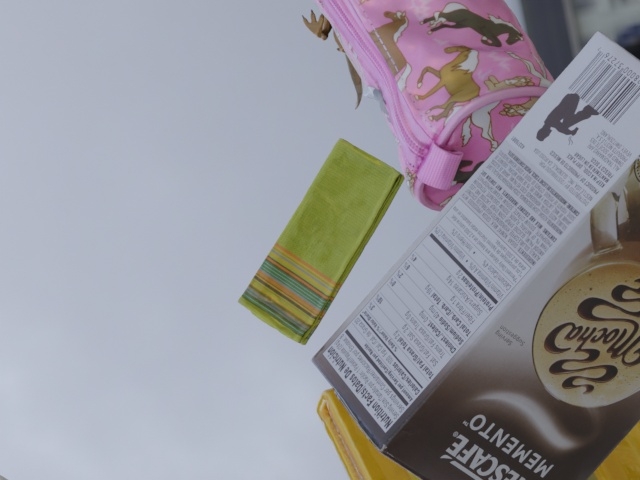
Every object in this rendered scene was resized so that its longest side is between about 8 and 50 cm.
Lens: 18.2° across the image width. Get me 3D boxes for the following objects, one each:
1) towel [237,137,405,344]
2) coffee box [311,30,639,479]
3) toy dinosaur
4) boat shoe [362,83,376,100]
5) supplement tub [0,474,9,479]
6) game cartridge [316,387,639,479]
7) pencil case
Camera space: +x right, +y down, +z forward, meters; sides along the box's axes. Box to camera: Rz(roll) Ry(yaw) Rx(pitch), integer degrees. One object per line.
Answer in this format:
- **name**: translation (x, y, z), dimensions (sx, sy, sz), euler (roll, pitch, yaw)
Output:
- **towel**: translation (0.000, 0.000, 2.373), dimensions (0.237, 0.102, 0.021), euler (-59, -21, 0)
- **coffee box**: translation (0.161, 0.036, 1.332), dimensions (0.168, 0.297, 0.119), euler (35, -172, -38)
- **toy dinosaur**: translation (0.034, -0.242, 2.320), dimensions (0.112, 0.064, 0.212), euler (-34, -58, -59)
- **boat shoe**: translation (0.128, -0.202, 2.086), dimensions (0.095, 0.084, 0.258), euler (-70, 13, -17)
- **supplement tub**: translation (-0.502, 0.429, 2.387), dimensions (0.331, 0.241, 0.241), euler (-68, -27, -24)
- **game cartridge**: translation (0.195, 0.231, 1.964), dimensions (0.285, 0.323, 0.053), euler (62, 154, 29)
- **pencil case**: translation (0.072, -0.208, 1.778), dimensions (0.386, 0.167, 0.160), euler (59, 178, 28)
